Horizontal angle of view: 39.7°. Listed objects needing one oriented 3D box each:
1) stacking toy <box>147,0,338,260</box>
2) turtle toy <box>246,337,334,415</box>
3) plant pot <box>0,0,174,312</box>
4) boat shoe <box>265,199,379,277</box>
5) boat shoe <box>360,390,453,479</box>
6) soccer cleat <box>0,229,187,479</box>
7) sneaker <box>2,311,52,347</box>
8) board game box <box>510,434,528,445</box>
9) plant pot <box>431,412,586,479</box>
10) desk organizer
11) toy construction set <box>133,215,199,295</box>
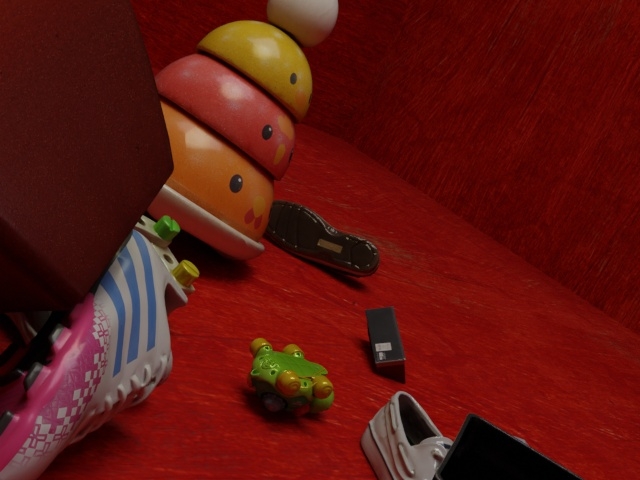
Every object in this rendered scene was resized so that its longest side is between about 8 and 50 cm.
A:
[{"bbox_3d":[-0.132,-0.240,1.450,0.351,0.480,0.350,34,0,0],"label":"stacking toy"},{"bbox_3d":[-0.033,0.171,1.047,0.130,0.066,0.095,17,16,-38],"label":"turtle toy"},{"bbox_3d":[-0.281,-0.083,0.731,0.267,0.267,0.235,-5,-47,34],"label":"plant pot"},{"bbox_3d":[-0.004,0.007,1.748,0.257,0.095,0.095,29,-11,14],"label":"boat shoe"},{"bbox_3d":[0.119,0.255,0.975,0.095,0.084,0.258,20,14,-30],"label":"boat shoe"},{"bbox_3d":[-0.192,0.111,0.766,0.143,0.116,0.331,49,28,-23],"label":"soccer cleat"},{"bbox_3d":[-0.268,0.059,0.927,0.271,0.108,0.100,35,13,20],"label":"sneaker"},{"bbox_3d":[0.266,0.299,1.244,0.090,0.020,0.090,22,14,-19],"label":"board game box"},{"bbox_3d":[0.157,0.286,0.750,0.188,0.167,0.187,29,13,13],"label":"plant pot"},{"bbox_3d":[0.101,0.163,1.376,0.047,0.050,0.130,-7,34,-1],"label":"desk organizer"},{"bbox_3d":[-0.294,-0.048,1.160,0.215,0.151,0.328,33,6,-37],"label":"toy construction set"}]
